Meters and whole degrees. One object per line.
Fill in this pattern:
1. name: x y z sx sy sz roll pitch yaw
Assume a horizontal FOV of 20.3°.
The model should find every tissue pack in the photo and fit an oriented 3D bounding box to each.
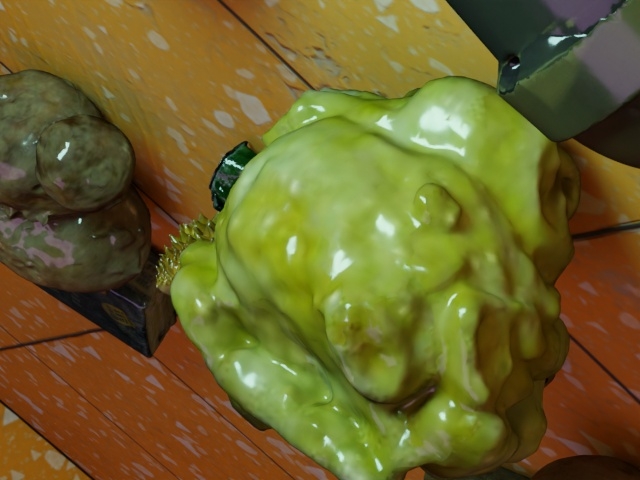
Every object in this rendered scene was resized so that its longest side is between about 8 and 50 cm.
1. tissue pack: -0.292 0.021 2.141 0.257 0.081 0.185 32 159 10

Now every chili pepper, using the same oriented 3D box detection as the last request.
1. chili pepper: 0.000 0.000 1.631 0.227 0.059 0.088 35 160 14

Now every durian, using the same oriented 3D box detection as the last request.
1. durian: -0.075 0.042 1.767 0.182 0.132 0.165 29 172 -11

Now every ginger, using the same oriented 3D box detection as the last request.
1. ginger: -0.282 -0.066 1.832 0.244 0.155 0.304 36 160 9

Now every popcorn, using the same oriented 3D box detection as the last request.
1. popcorn: 0.055 0.042 1.315 0.312 0.312 0.312 32 159 14

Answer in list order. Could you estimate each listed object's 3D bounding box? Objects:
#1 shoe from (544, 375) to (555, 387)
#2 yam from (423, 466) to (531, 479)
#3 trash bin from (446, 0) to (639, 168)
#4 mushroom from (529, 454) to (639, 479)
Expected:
1. shoe: 0.168 0.121 1.630 0.072 0.069 0.109 57 156 17
2. yam: 0.210 0.276 1.903 0.253 0.061 0.061 14 149 49
3. trash bin: 0.129 -0.177 0.854 0.334 0.214 0.214 44 159 -3
4. mushroom: 0.258 0.325 1.673 0.255 0.184 0.255 -17 -90 -87
